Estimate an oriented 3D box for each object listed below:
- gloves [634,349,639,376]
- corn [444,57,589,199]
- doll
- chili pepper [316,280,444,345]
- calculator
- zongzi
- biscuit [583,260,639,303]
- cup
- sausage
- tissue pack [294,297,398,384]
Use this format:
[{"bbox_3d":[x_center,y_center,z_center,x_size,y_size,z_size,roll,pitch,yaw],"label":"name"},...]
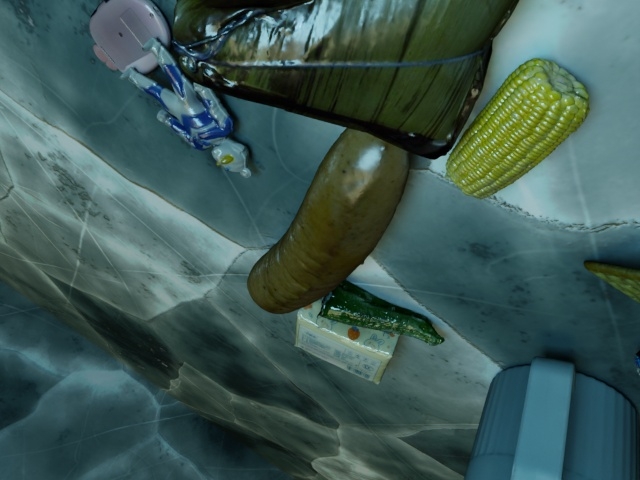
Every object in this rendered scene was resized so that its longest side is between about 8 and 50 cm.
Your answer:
[{"bbox_3d":[0.542,0.266,0.611,0.312,0.135,0.210,41,174,-5],"label":"gloves"},{"bbox_3d":[0.198,-0.109,0.495,0.085,0.063,0.165,25,147,-8],"label":"corn"},{"bbox_3d":[-0.176,-0.175,0.678,0.114,0.057,0.227,-24,123,39],"label":"doll"},{"bbox_3d":[0.113,0.141,0.842,0.227,0.088,0.059,21,157,9],"label":"chili pepper"},{"bbox_3d":[-0.271,-0.283,0.655,0.166,0.024,0.103,-11,127,41],"label":"calculator"},{"bbox_3d":[0.041,-0.224,0.374,0.286,0.138,0.300,12,143,-18],"label":"zongzi"},{"bbox_3d":[0.437,0.094,0.544,0.232,0.016,0.139,33,-178,-3],"label":"biscuit"},{"bbox_3d":[0.348,0.374,0.755,0.331,0.311,0.257,44,142,-16],"label":"cup"},{"bbox_3d":[0.002,0.002,0.723,0.136,0.123,0.501,54,145,10],"label":"sausage"},{"bbox_3d":[0.050,0.189,0.933,0.197,0.092,0.148,22,144,10],"label":"tissue pack"}]
